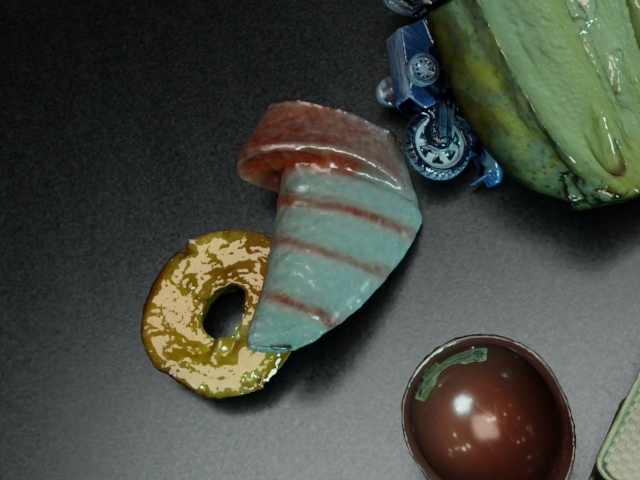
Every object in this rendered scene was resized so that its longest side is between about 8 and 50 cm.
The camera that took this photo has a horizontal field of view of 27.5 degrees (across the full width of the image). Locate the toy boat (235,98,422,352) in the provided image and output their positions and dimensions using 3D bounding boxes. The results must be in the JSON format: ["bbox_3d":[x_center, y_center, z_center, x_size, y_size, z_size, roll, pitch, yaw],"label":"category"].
[{"bbox_3d":[0.000,0.000,1.315,0.206,0.096,0.282,20,53,-12],"label":"toy boat"}]

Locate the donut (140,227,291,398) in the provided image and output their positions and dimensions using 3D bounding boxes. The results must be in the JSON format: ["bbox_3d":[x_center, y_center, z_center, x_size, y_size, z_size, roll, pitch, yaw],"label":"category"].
[{"bbox_3d":[-0.095,0.078,1.356,0.162,0.065,0.178,35,79,13],"label":"donut"}]

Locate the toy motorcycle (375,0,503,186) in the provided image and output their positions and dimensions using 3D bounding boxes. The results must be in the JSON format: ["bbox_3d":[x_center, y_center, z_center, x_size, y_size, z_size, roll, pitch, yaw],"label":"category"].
[{"bbox_3d":[0.136,-0.180,1.386,0.135,0.092,0.254,-3,78,-21],"label":"toy motorcycle"}]

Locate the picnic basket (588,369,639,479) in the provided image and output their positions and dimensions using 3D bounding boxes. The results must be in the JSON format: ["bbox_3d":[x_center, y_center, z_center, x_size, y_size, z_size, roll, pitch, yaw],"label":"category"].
[{"bbox_3d":[0.371,0.156,1.210,0.165,0.139,0.267,26,77,17],"label":"picnic basket"}]

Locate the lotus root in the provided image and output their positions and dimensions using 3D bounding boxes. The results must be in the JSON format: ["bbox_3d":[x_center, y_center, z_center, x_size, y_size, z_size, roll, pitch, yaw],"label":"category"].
[{"bbox_3d":[0.255,-0.152,1.318,0.267,0.149,0.260,-27,95,-34],"label":"lotus root"}]

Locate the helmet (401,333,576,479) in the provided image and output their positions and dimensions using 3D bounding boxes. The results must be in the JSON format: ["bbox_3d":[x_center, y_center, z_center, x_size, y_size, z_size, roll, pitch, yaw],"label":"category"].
[{"bbox_3d":[0.163,0.181,1.253,0.155,0.106,0.175,-43,75,-4],"label":"helmet"}]
